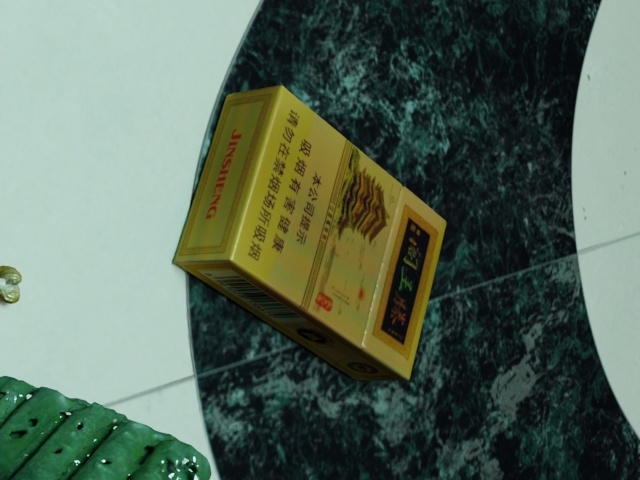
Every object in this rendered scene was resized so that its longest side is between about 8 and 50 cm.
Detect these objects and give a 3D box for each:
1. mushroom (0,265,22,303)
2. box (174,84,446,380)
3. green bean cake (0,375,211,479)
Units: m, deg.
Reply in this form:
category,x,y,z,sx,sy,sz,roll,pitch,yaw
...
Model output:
category,x,y,z,sx,sy,sz,roll,pitch,yaw
mushroom,-0.303,-0.055,1.060,0.286,0.026,0.028,54,33,-30
box,0.000,0.000,1.371,0.274,0.076,0.174,36,61,-42
green bean cake,-0.170,0.208,1.032,0.107,0.194,0.208,-58,156,-45
